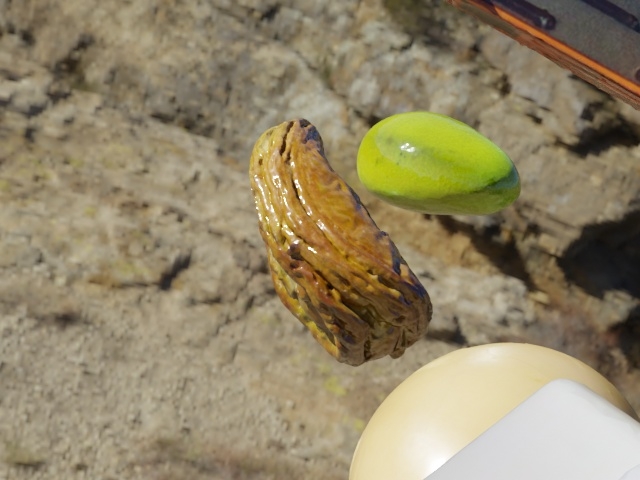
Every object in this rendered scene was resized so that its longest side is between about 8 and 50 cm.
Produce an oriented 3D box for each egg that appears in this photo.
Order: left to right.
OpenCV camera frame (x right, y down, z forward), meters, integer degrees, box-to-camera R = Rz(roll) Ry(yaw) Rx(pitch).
[{"bbox_3d":[0.119,0.169,0.789,0.201,0.201,0.244,26,9,19],"label":"egg"}]

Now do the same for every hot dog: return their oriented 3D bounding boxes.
[{"bbox_3d":[0.000,0.000,1.207,0.122,0.196,0.272,-28,63,-11],"label":"hot dog"}]

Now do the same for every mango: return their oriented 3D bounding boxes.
[{"bbox_3d":[0.170,-0.115,1.833,0.185,0.149,0.273,-8,22,-33],"label":"mango"}]

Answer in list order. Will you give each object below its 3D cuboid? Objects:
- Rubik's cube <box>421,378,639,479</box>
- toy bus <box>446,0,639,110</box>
[{"bbox_3d":[0.098,0.309,0.382,0.346,0.347,0.344,51,-1,-14],"label":"Rubik's cube"},{"bbox_3d":[0.162,-0.143,0.615,0.329,0.143,0.153,29,3,0],"label":"toy bus"}]
